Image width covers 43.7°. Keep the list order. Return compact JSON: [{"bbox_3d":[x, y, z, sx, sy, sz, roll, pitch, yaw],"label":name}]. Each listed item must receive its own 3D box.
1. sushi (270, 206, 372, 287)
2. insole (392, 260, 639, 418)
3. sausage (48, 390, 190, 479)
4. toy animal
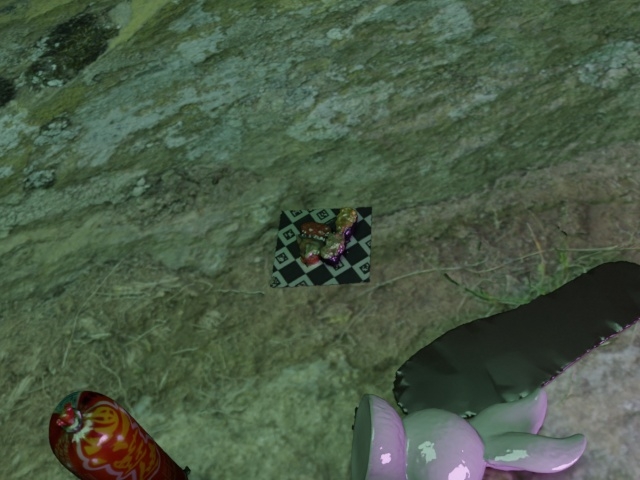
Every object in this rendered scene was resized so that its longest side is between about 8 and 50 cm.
[{"bbox_3d":[0.000,0.000,1.004,0.126,0.026,0.120,-3,56,10],"label":"sushi"},{"bbox_3d":[0.232,0.112,0.889,0.328,0.007,0.111,-26,56,-7],"label":"insole"},{"bbox_3d":[-0.192,0.208,0.754,0.083,0.264,0.083,-4,58,6],"label":"sausage"},{"bbox_3d":[0.139,0.218,0.792,0.221,0.131,0.104,5,13,-11],"label":"toy animal"}]
